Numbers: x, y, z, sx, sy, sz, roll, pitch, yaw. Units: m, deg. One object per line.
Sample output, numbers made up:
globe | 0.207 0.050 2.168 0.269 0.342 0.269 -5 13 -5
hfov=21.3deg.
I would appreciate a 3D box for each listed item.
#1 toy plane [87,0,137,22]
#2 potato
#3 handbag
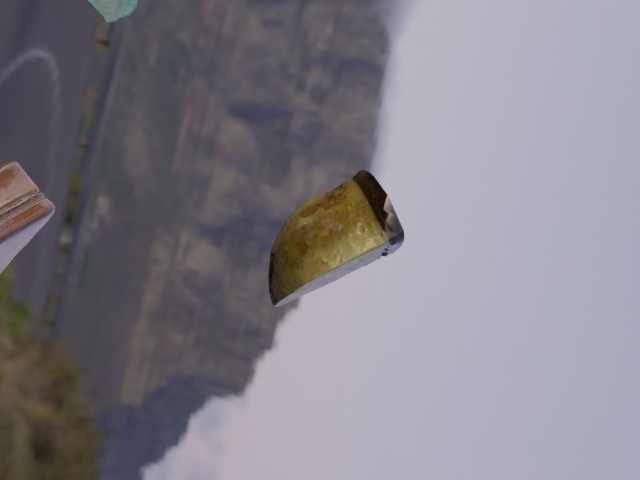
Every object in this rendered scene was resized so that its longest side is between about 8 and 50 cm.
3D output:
toy plane | -0.233 -0.233 1.224 0.096 0.235 0.060 -53 -168 -3
potato | 0.000 0.000 1.273 0.066 0.103 0.096 62 -14 8
handbag | -0.356 0.016 1.649 0.193 0.072 0.151 -41 177 33
